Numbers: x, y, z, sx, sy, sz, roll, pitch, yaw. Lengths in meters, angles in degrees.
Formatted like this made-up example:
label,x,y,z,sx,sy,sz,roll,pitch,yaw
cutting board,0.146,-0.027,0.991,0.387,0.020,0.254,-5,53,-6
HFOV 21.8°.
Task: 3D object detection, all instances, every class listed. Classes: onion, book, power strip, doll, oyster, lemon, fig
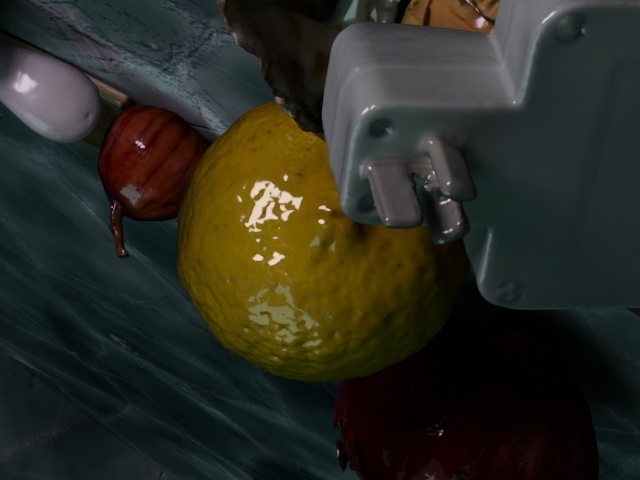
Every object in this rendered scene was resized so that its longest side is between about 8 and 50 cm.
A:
label,x,y,z,sx,sy,sz,roll,pitch,yaw
onion,0.146,0.189,1.653,0.276,0.276,0.276,29,160,12
book,-0.294,-0.160,1.823,0.242,0.018,0.170,27,160,18
power strip,0.139,-0.054,0.994,0.261,0.141,0.229,0,129,-10
doll,-0.432,-0.238,1.603,0.376,0.187,0.365,3,157,21
oyster,-0.001,-0.196,1.120,0.110,0.166,0.341,61,173,26
lemon,0.000,0.000,1.421,0.253,0.253,0.310,35,176,-6
fig,-0.174,-0.064,1.713,0.128,0.150,0.128,17,-167,-4

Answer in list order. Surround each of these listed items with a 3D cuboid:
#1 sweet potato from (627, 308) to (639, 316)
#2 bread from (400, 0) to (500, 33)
label,x,y,z,sx,sy,sz,roll,pitch,yaw
sweet potato,0.379,0.113,1.247,0.385,0.109,0.109,22,160,-4
bread,0.125,-0.127,1.139,0.132,0.114,0.190,40,152,9
